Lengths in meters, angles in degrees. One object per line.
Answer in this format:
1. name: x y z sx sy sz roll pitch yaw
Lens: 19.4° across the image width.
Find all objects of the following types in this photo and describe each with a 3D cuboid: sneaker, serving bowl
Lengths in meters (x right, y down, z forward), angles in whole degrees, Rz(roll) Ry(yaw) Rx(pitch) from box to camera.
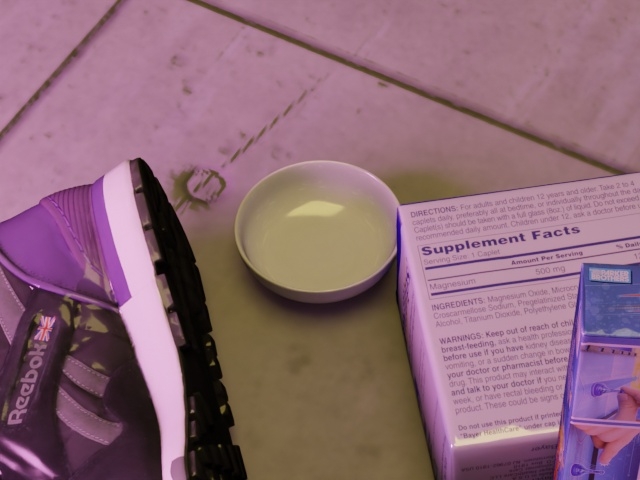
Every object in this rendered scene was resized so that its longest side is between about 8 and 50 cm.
1. sneaker: -0.102 0.100 0.824 0.124 0.107 0.283 -20 49 5
2. serving bowl: 0.000 0.000 0.924 0.083 0.027 0.083 -2 52 2

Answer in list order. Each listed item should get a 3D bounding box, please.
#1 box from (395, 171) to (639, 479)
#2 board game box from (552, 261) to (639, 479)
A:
1. box: 0.106 0.047 0.857 0.126 0.072 0.137 -8 53 -3
2. board game box: 0.163 0.084 0.745 0.136 0.201 0.035 3 53 4
